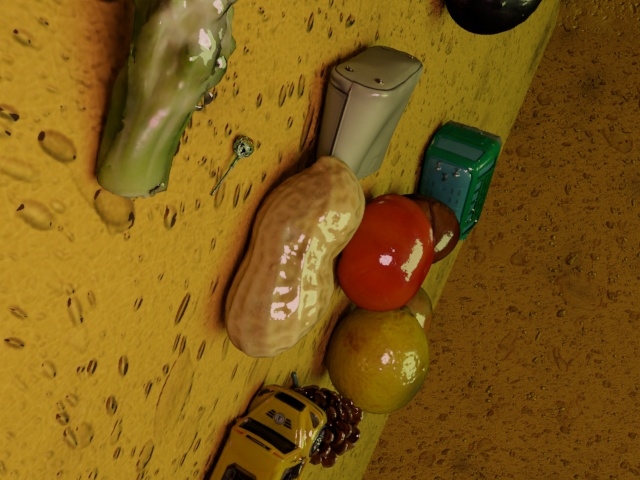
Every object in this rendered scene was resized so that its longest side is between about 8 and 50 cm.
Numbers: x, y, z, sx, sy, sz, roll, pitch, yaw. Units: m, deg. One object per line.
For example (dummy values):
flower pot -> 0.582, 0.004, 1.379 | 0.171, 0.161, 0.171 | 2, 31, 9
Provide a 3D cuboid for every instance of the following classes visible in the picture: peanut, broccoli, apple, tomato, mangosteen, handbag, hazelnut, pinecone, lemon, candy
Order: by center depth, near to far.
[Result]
broccoli -> -0.114, -0.161, 0.408 | 0.145, 0.165, 0.304 | -94, -155, -57
candy -> -0.108, -0.089, 0.638 | 0.083, 0.023, 0.025 | -55, 166, -7
peanut -> -0.036, 0.022, 0.761 | 0.305, 0.147, 0.147 | -70, 160, -2
handbag -> 0.067, -0.148, 0.896 | 0.241, 0.109, 0.315 | -44, 152, -46
mangosteen -> 0.351, -0.542, 1.100 | 0.250, 0.211, 0.211 | -93, -175, -50
pinecone -> -0.006, 0.393, 1.147 | 0.195, 0.179, 0.150 | 56, 36, -45
tomato -> 0.146, 0.029, 1.156 | 0.260, 0.180, 0.259 | -47, 149, -41
lemon -> 0.138, 0.283, 1.299 | 0.267, 0.267, 0.267 | -51, 154, -38
hazelnut -> 0.243, -0.011, 1.350 | 0.208, 0.208, 0.208 | -51, 154, -38
apple -> 0.211, 0.198, 1.479 | 0.196, 0.196, 0.196 | -51, 154, -38

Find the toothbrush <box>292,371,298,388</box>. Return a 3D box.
toothbrush -> -0.051, 0.339, 1.210 | 0.167, 0.014, 0.011 | 87, 28, -49

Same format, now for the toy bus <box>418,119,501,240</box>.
toy bus -> 0.385, -0.152, 1.559 | 0.199, 0.184, 0.343 | -46, 150, -38

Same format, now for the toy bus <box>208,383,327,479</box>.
toy bus -> -0.119, 0.429, 0.946 | 0.331, 0.145, 0.151 | -66, 158, -3
